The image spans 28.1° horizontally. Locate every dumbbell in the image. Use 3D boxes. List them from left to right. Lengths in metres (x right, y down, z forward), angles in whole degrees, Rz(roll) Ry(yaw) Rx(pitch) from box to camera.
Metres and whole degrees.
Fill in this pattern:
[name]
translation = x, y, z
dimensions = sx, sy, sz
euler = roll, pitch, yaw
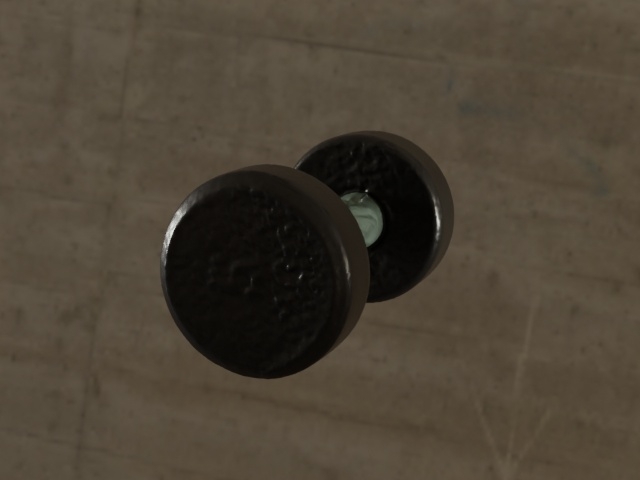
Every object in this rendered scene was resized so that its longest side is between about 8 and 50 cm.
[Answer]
[dumbbell]
translation = 0.000, 0.000, 0.669
dimensions = 0.100, 0.100, 0.191
euler = 10, 13, 18
